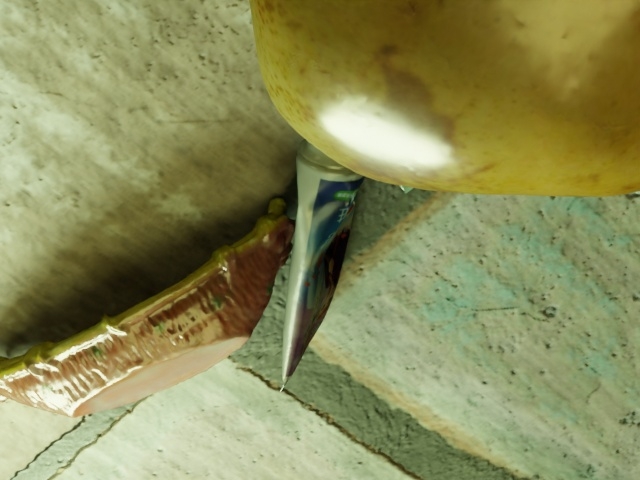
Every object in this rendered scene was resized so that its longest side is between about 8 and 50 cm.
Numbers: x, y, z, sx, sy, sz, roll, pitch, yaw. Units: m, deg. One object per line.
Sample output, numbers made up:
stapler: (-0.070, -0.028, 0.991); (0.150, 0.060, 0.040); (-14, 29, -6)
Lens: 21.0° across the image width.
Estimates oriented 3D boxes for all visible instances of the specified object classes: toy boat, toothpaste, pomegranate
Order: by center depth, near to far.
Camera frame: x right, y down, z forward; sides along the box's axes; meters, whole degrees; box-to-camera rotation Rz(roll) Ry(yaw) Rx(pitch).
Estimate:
pomegranate: (0.127, -0.222, 1.109); (0.416, 0.417, 0.417); (-7, 130, -8)
toothpaste: (0.000, 0.000, 1.437); (0.061, 0.096, 0.266); (17, 125, 12)
toy boat: (-0.151, 0.077, 1.456); (0.318, 0.099, 0.141); (-27, 157, 10)

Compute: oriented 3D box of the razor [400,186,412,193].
razor: (0.144, -0.106, 1.411); (0.211, 0.036, 0.084); (-41, 124, 18)
